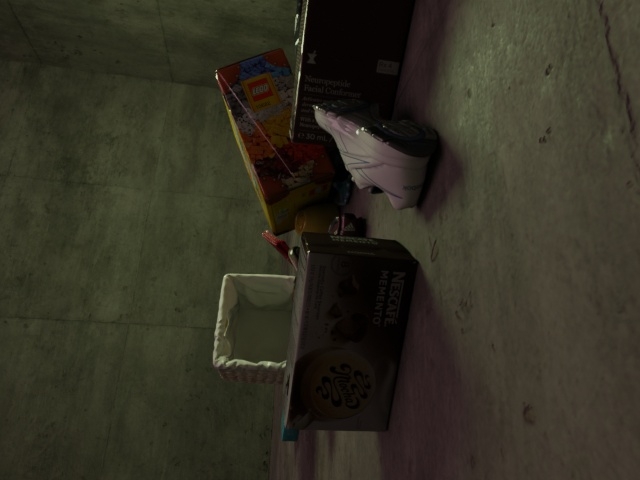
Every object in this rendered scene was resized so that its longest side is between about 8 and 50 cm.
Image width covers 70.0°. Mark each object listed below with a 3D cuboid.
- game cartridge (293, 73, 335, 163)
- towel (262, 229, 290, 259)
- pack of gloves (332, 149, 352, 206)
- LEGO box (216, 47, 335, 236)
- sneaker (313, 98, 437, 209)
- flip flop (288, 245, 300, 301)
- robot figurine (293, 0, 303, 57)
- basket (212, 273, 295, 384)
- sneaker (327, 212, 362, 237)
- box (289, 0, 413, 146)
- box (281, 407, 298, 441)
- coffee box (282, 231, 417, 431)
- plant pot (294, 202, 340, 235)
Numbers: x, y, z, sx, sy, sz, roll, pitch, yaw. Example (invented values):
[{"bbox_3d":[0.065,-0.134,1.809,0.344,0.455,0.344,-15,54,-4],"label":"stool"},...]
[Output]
[{"bbox_3d":[-0.026,-0.330,1.417,0.355,0.068,0.230,102,150,-79],"label":"game cartridge"},{"bbox_3d":[-0.099,0.053,1.514,0.031,0.199,0.275,-45,18,-6],"label":"towel"},{"bbox_3d":[0.050,-0.195,1.270,0.232,0.046,0.195,-172,86,-81],"label":"pack of gloves"},{"bbox_3d":[-0.129,-0.256,1.387,0.500,0.193,0.373,109,140,-80],"label":"LEGO box"},{"bbox_3d":[0.067,-0.150,0.744,0.297,0.111,0.129,-127,31,-50],"label":"sneaker"},{"bbox_3d":[-0.020,0.146,1.068,0.112,0.080,0.277,-69,-42,-70],"label":"flip flop"},{"bbox_3d":[0.002,-0.648,1.417,0.209,0.173,0.278,123,150,-73],"label":"robot figurine"},{"bbox_3d":[-0.185,0.316,1.578,0.266,0.331,0.328,105,167,-58],"label":"basket"},{"bbox_3d":[0.046,0.029,0.977,0.281,0.106,0.163,-103,23,-66],"label":"sneaker"},{"bbox_3d":[0.055,-0.373,0.870,0.143,0.191,0.381,-105,21,-66],"label":"box"},{"bbox_3d":[-0.108,0.652,1.752,0.100,0.060,0.244,-100,17,-59],"label":"box"},{"bbox_3d":[0.037,0.147,0.744,0.119,0.168,0.297,-116,33,-73],"label":"coffee box"},{"bbox_3d":[-0.018,-0.048,1.325,0.134,0.095,0.134,-18,69,58],"label":"plant pot"}]
